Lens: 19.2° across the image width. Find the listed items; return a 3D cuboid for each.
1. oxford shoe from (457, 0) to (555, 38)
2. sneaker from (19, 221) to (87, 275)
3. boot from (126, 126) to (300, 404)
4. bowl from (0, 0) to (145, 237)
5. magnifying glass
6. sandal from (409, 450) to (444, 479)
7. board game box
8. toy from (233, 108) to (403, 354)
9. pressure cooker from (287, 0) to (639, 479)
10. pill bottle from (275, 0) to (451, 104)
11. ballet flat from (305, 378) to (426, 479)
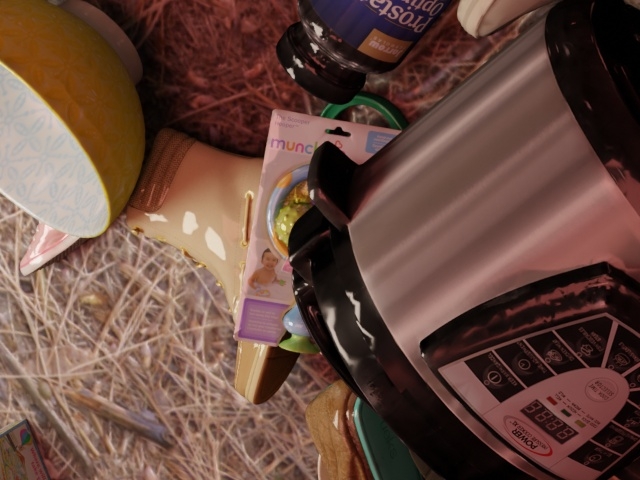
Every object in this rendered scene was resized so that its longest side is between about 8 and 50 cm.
[{"bbox_3d":[0.310,-0.291,1.652,0.449,0.169,0.130,-33,91,25],"label":"oxford shoe"},{"bbox_3d":[-0.294,-0.019,2.097,0.134,0.051,0.070,-36,86,27],"label":"sneaker"},{"bbox_3d":[-0.108,0.025,1.989,0.203,0.095,0.262,17,108,20],"label":"boot"},{"bbox_3d":[-0.276,-0.158,1.964,0.289,0.156,0.289,34,154,19],"label":"bowl"},{"bbox_3d":[0.097,-0.069,1.904,0.231,0.026,0.092,34,117,16],"label":"magnifying glass"},{"bbox_3d":[0.129,0.124,1.917,0.120,0.086,0.303,-29,76,35],"label":"sandal"},{"bbox_3d":[-0.349,0.296,2.190,0.026,0.103,0.154,-18,96,30],"label":"board game box"},{"bbox_3d":[0.000,0.000,1.878,0.137,0.056,0.237,10,102,-4],"label":"toy"},{"bbox_3d":[0.200,0.036,1.681,0.420,0.375,0.370,-38,68,26],"label":"pressure cooker"},{"bbox_3d":[0.055,-0.238,1.814,0.123,0.123,0.219,44,119,8],"label":"pill bottle"},{"bbox_3d":[0.067,0.303,1.988,0.124,0.116,0.342,-11,105,49],"label":"ballet flat"}]
